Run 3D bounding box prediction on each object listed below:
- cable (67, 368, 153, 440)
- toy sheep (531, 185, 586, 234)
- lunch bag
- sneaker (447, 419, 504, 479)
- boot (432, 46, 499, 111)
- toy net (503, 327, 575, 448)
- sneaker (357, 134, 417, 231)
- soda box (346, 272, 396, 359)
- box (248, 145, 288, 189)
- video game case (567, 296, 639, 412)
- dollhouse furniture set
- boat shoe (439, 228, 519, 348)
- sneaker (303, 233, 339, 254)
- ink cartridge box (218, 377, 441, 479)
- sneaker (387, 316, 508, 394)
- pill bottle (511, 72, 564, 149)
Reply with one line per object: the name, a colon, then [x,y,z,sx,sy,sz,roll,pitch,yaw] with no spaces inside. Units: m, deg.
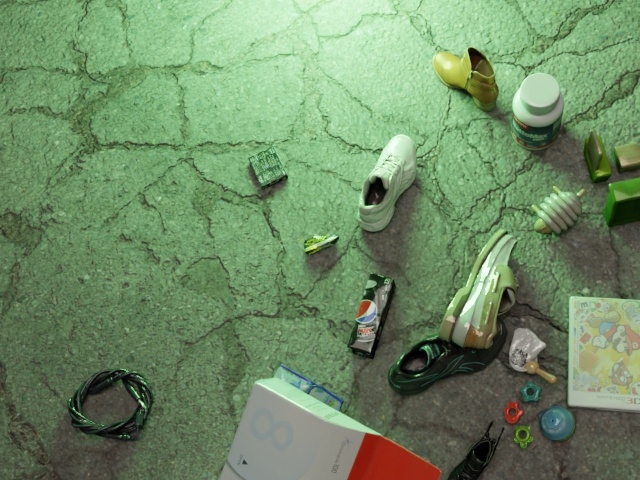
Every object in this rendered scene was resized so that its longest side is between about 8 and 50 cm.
cable: [-0.452,0.344,1.988,0.184,0.047,0.151,7,71,13]
toy sheep: [0.502,-0.063,1.958,0.132,0.091,0.091,-46,68,11]
lunch bag: [-0.046,0.344,1.897,0.151,0.096,0.129,30,79,8]
sneaker: [0.296,0.429,1.805,0.051,0.089,0.170,35,79,20]
boot: [0.324,-0.386,2.071,0.073,0.152,0.197,-44,69,-8]
toy net: [0.419,0.292,1.864,0.122,0.045,0.232,-22,64,21]
sneaker: [0.148,-0.137,2.028,0.090,0.115,0.232,18,74,15]
soda box: [0.108,0.158,1.954,0.053,0.060,0.169,14,73,15]
box: [-0.120,-0.167,2.137,0.067,0.018,0.083,-26,68,-1]
video game case: [0.602,0.227,1.863,0.206,0.026,0.227,3,70,10]
dollhouse furniture set: [0.720,-0.169,1.923,0.301,0.151,0.198,-12,68,5]
boat shoe: [0.344,0.104,1.880,0.103,0.113,0.302,22,54,19]
sneaker: [0.000,0.000,2.047,0.083,0.031,0.035,-22,67,1]
ink cartridge box: [-0.005,0.480,1.754,0.385,0.091,0.308,25,101,25]
sneaker: [0.260,0.229,1.879,0.267,0.106,0.101,-29,65,-3]
pill bottle: [0.463,-0.277,1.992,0.107,0.180,0.108,-3,69,9]
